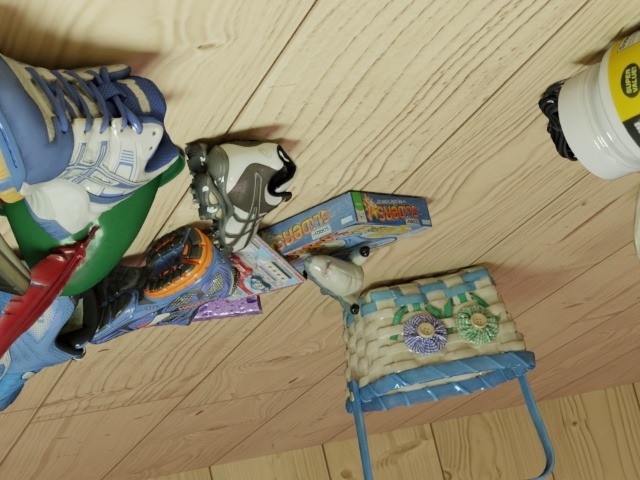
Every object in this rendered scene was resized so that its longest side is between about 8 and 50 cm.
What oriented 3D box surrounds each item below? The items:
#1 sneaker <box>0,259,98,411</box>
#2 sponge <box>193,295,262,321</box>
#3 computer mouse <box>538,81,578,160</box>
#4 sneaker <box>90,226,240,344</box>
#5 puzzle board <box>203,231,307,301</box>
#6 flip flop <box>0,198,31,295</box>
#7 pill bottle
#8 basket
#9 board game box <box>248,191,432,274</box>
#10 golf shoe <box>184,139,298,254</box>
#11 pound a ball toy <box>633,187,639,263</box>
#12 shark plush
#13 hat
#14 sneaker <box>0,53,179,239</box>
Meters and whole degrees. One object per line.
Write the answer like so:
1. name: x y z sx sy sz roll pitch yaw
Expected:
1. sneaker: -0.301 0.102 1.827 0.147 0.130 0.330 -7 165 -15
2. sponge: -0.171 0.080 2.001 0.210 0.031 0.117 -8 176 -1
3. computer mouse: 0.337 -0.124 1.682 0.262 0.060 0.184 -14 166 2
4. sneaker: -0.170 0.063 1.841 0.087 0.083 0.221 31 142 -35
5. puzzle board: -0.087 0.026 1.861 0.096 0.011 0.128 -14 146 26
6. flip flop: -0.275 -0.042 1.301 0.112 0.080 0.277 15 152 22
7. pill bottle: 0.310 -0.132 1.493 0.119 0.119 0.208 0 160 -45
8. basket: 0.150 0.193 2.297 0.254 0.289 0.201 -12 172 -20
9. board game box: 0.000 0.000 1.905 0.201 0.035 0.136 -23 164 36
10. golf shoe: -0.061 -0.040 1.597 0.093 0.077 0.198 -14 168 2
11. pound a ball toy: 0.534 -0.060 2.066 0.319 0.136 0.208 -12 141 -5
12. shark plush: 0.012 0.034 1.929 0.067 0.073 0.161 10 -177 -1
13. hat: -0.199 0.035 1.526 0.208 0.184 0.173 -14 167 1
14. sneaker: -0.180 -0.091 1.258 0.131 0.112 0.296 -29 171 0
